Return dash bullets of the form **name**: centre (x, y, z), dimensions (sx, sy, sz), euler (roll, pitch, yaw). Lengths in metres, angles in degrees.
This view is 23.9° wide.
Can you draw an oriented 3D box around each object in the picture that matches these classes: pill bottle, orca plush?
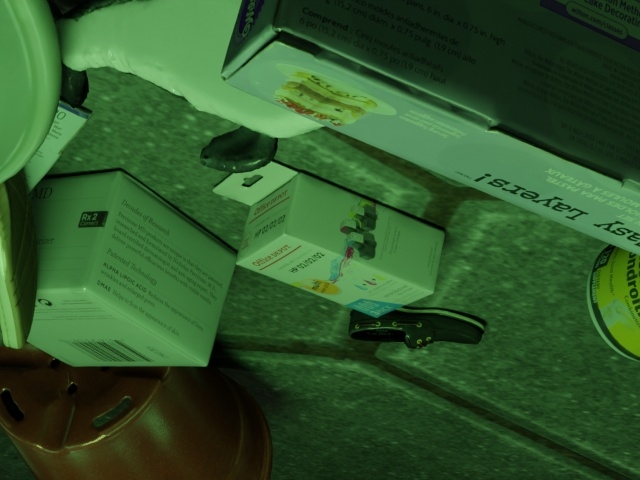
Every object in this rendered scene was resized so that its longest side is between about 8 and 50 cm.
- **pill bottle**: centre (0.290, 0.026, 1.130), dimensions (0.103, 0.103, 0.184), euler (21, 156, -20)
- **orca plush**: centre (-0.053, -0.118, 0.984), dimensions (0.287, 0.151, 0.102), euler (-9, -179, 37)

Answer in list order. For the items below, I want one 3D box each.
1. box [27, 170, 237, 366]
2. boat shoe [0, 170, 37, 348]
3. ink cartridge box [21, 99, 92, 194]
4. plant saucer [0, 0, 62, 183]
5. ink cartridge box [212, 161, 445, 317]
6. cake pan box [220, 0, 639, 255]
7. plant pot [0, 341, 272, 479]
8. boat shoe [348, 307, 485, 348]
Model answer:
- **box**: centre (-0.208, 0.032, 1.399), dimensions (0.181, 0.119, 0.182), euler (-4, 152, 36)
- **boat shoe**: centre (-0.288, -0.030, 1.198), dimensions (0.092, 0.102, 0.285), euler (-3, 132, 2)
- **ink cartridge box**: centre (-0.336, -0.088, 1.232), dimensions (0.223, 0.045, 0.224), euler (27, 126, -30)
- **plant saucer**: centre (-0.368, -0.138, 0.965), dimensions (0.401, 0.100, 0.400), euler (12, 141, 10)
- **ink cartridge box**: centre (0.000, 0.000, 1.283), dimensions (0.181, 0.061, 0.104), euler (22, 156, -20)
- **cake pan box**: centre (0.113, -0.135, 0.658), dimensions (0.267, 0.245, 0.070), euler (20, 161, -19)
- **plant pot**: centre (-0.217, 0.193, 1.637), dimensions (0.273, 0.272, 0.265), euler (5, 149, 19)
- **boat shoe**: centre (0.093, 0.088, 1.472), dimensions (0.133, 0.042, 0.049), euler (8, 155, 8)
